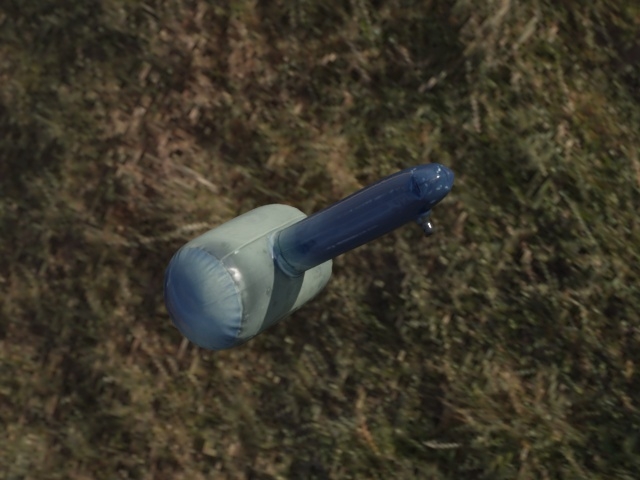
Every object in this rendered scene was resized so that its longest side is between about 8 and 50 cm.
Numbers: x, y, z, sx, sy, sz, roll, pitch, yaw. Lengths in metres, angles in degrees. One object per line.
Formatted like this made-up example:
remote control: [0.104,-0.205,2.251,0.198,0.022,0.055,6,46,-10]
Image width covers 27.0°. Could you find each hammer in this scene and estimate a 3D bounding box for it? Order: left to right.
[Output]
hammer: [0.000,0.000,0.770,0.194,0.116,0.069,-25,92,39]
